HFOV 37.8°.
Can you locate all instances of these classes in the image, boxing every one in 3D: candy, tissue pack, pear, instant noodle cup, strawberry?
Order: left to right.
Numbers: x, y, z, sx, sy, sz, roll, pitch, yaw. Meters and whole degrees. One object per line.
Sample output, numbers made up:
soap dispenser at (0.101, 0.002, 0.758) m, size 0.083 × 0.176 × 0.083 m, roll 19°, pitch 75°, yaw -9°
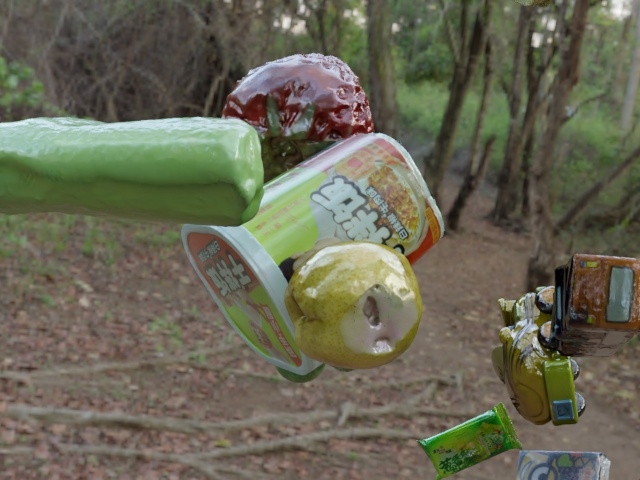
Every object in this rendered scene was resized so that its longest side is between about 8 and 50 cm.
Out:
candy at (-0.237, -0.081, 1.106) m, size 0.344 × 0.132 × 0.142 m, roll 1°, pitch 25°, yaw 8°
strawberry at (-0.038, -0.260, 1.848) m, size 0.318 × 0.345 × 0.295 m, roll -27°, pitch -52°, yaw 33°
instant noodle cup at (0.000, 0.000, 1.393) m, size 0.308 × 0.293 × 0.294 m, roll -37°, pitch 29°, yaw -21°
pear at (0.039, 0.082, 1.180) m, size 0.178 × 0.178 × 0.178 m, roll 9°, pitch 8°, yaw -1°
candy at (0.280, 0.382, 1.759) m, size 0.178 × 0.102 × 0.032 m, roll -24°, pitch 17°, yaw 6°
tissue pack at (0.412, 0.416, 1.595) m, size 0.148 × 0.108 × 0.060 m, roll -7°, pitch -35°, yaw 32°

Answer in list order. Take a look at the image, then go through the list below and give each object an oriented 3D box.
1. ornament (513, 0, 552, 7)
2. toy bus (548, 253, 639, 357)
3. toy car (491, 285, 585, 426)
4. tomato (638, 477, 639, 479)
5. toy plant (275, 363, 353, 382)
ornament at (0.404, -0.543, 1.868) m, size 0.059 × 0.201 × 0.180 m, roll -3°, pitch -21°, yaw -21°
toy bus at (0.333, 0.092, 1.158) m, size 0.092 × 0.093 × 0.409 m, roll 2°, pitch -10°, yaw 13°
toy car at (0.356, 0.191, 1.553) m, size 0.142 × 0.200 × 0.248 m, roll -8°, pitch 35°, yaw 15°
tomato at (0.565, 0.423, 1.383) m, size 0.232 × 0.189 × 0.232 m, roll 48°, pitch 12°, yaw -14°
toy plant at (-0.021, 0.182, 1.830) m, size 0.218 × 0.235 × 0.175 m, roll -7°, pitch 33°, yaw 33°
